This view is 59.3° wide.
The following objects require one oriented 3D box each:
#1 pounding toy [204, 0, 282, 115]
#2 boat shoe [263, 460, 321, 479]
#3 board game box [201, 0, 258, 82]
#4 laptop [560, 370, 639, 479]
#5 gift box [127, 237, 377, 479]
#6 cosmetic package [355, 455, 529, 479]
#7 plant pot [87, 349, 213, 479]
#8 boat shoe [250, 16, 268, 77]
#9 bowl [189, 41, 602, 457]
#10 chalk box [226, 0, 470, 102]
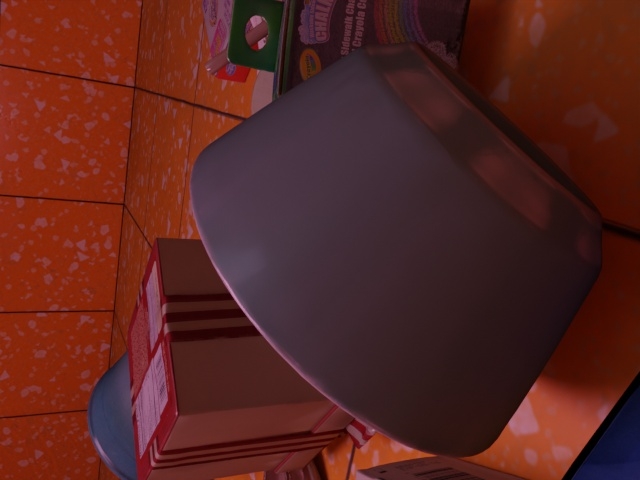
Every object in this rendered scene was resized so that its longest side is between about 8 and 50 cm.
[{"bbox_3d":[-0.002,-0.186,0.720,0.183,0.110,0.237,-39,88,19],"label":"pounding toy"},{"bbox_3d":[-0.055,0.436,0.764,0.123,0.116,0.325,-33,59,57],"label":"boat shoe"},{"bbox_3d":[-0.145,-0.507,1.080,0.317,0.064,0.242,-53,43,47],"label":"board game box"},{"bbox_3d":[0.229,0.020,0.248,0.234,0.136,0.265,-7,81,61],"label":"laptop"},{"bbox_3d":[-0.078,0.146,0.685,0.276,0.257,0.255,-52,44,46],"label":"gift box"},{"bbox_3d":[0.116,0.355,0.456,0.160,0.113,0.310,-13,76,61],"label":"cosmetic package"},{"bbox_3d":[-0.209,0.238,0.944,0.255,0.271,0.272,-50,43,28],"label":"plant pot"},{"bbox_3d":[-0.050,-0.329,0.858,0.096,0.098,0.277,-2,95,61],"label":"boat shoe"},{"bbox_3d":[0.078,-0.025,0.417,0.163,0.311,0.312,-48,44,24],"label":"bowl"},{"bbox_3d":[0.018,-0.190,0.556,0.132,0.212,0.133,-127,44,-79],"label":"chalk box"}]
